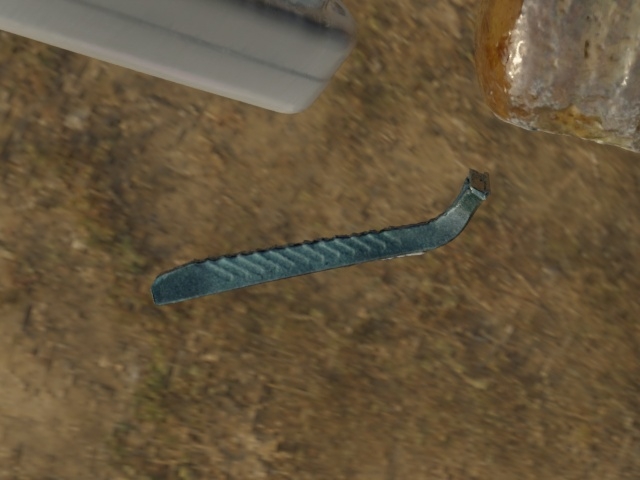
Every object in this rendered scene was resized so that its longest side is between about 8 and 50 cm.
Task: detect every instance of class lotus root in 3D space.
[{"bbox_3d":[0.133,-0.094,0.822,0.122,0.112,0.081,12,113,13],"label":"lotus root"}]

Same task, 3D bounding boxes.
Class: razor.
[{"bbox_3d":[0.002,0.006,0.961,0.190,0.066,0.033,-16,99,6],"label":"razor"}]

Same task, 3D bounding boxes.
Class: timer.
[{"bbox_3d":[-0.101,-0.153,0.812,0.078,0.253,0.178,-50,57,21],"label":"timer"}]
